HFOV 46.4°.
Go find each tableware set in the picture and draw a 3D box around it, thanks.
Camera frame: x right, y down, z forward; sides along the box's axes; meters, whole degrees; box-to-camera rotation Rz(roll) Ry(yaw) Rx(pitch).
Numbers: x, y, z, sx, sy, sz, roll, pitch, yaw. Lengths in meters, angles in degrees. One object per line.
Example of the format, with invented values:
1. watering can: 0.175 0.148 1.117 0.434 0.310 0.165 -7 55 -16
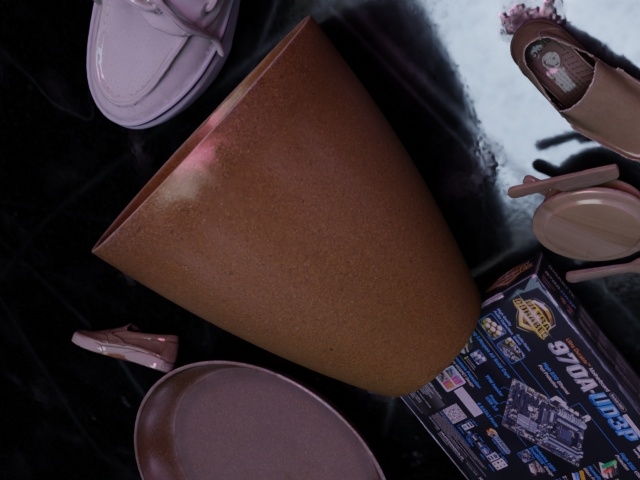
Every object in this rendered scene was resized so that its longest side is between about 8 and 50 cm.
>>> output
1. tableware set: 0.250 -0.031 0.537 0.194 0.039 0.128 -13 137 35

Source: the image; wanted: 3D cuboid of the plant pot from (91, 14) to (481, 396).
1. plant pot: 0.000 0.000 0.587 0.254 0.237 0.237 42 123 -13

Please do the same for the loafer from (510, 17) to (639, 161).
1. loafer: 0.195 -0.102 0.536 0.148 0.050 0.056 36 122 7

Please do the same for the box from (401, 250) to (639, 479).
1. box: 0.183 0.144 0.648 0.175 0.051 0.220 -38 93 32

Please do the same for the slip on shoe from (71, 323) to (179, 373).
1. slip on shoe: -0.215 0.112 0.829 0.136 0.051 0.041 9 75 30

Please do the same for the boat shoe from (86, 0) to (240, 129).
1. boat shoe: -0.116 -0.224 0.565 0.136 0.156 0.367 42 122 3

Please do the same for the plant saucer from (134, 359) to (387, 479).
1. plant saucer: -0.060 0.256 0.812 0.311 0.050 0.310 10 115 22
